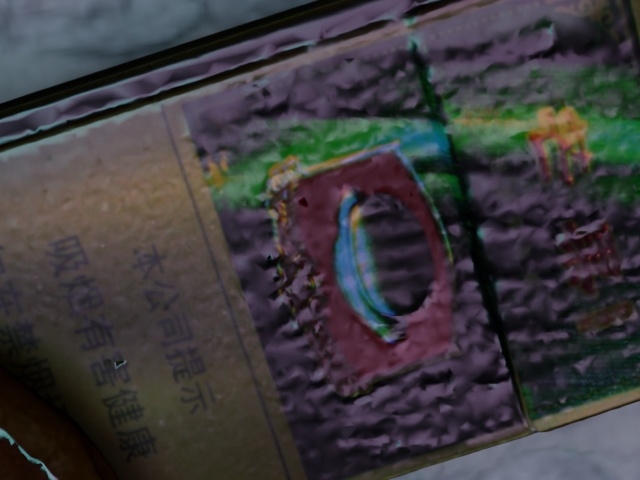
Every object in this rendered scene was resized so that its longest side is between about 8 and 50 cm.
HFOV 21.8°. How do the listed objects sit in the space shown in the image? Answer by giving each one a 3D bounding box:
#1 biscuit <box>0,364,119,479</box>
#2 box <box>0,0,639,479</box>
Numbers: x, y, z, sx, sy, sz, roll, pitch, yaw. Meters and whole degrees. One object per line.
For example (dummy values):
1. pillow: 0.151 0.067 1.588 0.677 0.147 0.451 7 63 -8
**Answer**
1. biscuit: -0.133 0.114 0.545 0.192 0.049 0.192 14 123 22
2. box: 0.000 0.000 0.550 0.240 0.071 0.159 -18 107 1
